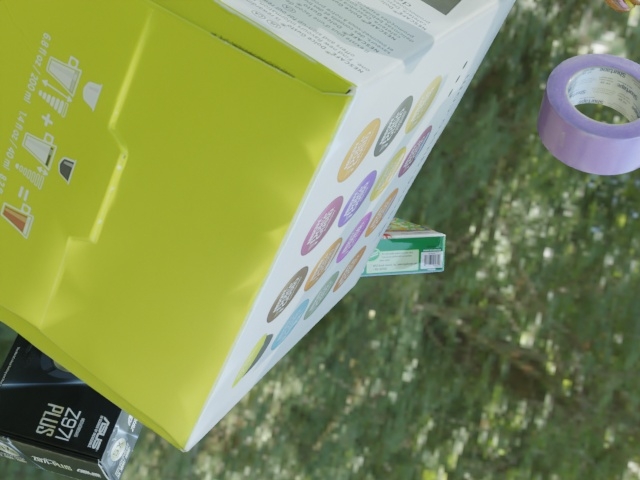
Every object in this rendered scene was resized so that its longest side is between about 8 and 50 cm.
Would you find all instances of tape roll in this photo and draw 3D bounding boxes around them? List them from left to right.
[{"bbox_3d":[0.433,-0.195,1.804,0.080,0.188,0.189,95,4,-50],"label":"tape roll"}]

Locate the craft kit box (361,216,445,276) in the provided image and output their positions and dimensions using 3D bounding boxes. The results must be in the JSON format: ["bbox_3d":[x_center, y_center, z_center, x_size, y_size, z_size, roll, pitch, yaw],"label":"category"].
[{"bbox_3d":[0.000,0.000,1.571,0.246,0.249,0.061,-162,-108,-64],"label":"craft kit box"}]

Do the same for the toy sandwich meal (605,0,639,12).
[{"bbox_3d":[0.206,-0.198,0.784,0.085,0.029,0.086,-11,105,-44],"label":"toy sandwich meal"}]

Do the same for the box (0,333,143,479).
[{"bbox_3d":[-0.257,0.154,1.250,0.078,0.147,0.180,82,25,-57],"label":"box"}]

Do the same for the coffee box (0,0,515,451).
[{"bbox_3d":[-0.106,-0.111,0.943,0.334,0.338,0.338,-40,161,-56],"label":"coffee box"}]
